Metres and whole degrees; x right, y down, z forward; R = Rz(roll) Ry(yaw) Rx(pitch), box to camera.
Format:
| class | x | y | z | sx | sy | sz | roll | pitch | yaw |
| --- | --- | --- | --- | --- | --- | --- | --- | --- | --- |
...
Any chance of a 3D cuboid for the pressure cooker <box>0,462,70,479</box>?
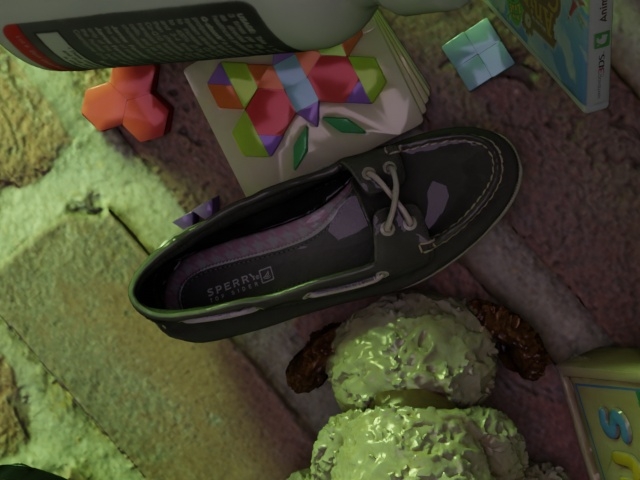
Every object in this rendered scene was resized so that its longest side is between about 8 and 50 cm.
| class | x | y | z | sx | sy | sz | roll | pitch | yaw |
| --- | --- | --- | --- | --- | --- | --- | --- | --- | --- |
| pressure cooker | -0.265 | 0.392 | 1.092 | 0.375 | 0.420 | 0.370 | 9 | 121 | 32 |

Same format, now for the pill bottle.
| class | x | y | z | sx | sy | sz | roll | pitch | yaw |
| --- | --- | --- | --- | --- | --- | --- | --- | --- | --- |
| pill bottle | -0.072 | -0.239 | 1.014 | 0.363 | 0.210 | 0.210 | 0 | 98 | 28 |

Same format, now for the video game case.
| class | x | y | z | sx | sy | sz | roll | pitch | yaw |
| --- | --- | --- | --- | --- | --- | --- | --- | --- | --- |
| video game case | 0.153 | -0.224 | 0.983 | 0.023 | 0.212 | 0.193 | -16 | 130 | -11 |

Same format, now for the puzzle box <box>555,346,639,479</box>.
| class | x | y | z | sx | sy | sz | roll | pitch | yaw |
| --- | --- | --- | --- | --- | --- | --- | --- | --- | --- |
| puzzle box | 0.318 | 0.279 | 1.025 | 0.052 | 0.272 | 0.409 | -19 | 94 | -20 |

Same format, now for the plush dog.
| class | x | y | z | sx | sy | sz | roll | pitch | yaw |
| --- | --- | --- | --- | --- | --- | --- | --- | --- | --- |
| plush dog | 0.072 | 0.149 | 1.106 | 0.262 | 0.210 | 0.225 | -6 | 70 | 11 |

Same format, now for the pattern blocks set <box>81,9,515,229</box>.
| class | x | y | z | sx | sy | sz | roll | pitch | yaw |
| --- | --- | --- | --- | --- | --- | --- | --- | --- | --- |
| pattern blocks set | -0.017 | -0.129 | 1.153 | 0.325 | 0.026 | 0.285 | -42 | 88 | 13 |

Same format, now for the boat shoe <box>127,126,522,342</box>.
| class | x | y | z | sx | sy | sz | roll | pitch | yaw |
| --- | --- | --- | --- | --- | --- | --- | --- | --- | --- |
| boat shoe | 0.000 | 0.000 | 1.097 | 0.335 | 0.095 | 0.112 | -23 | 77 | 17 |
